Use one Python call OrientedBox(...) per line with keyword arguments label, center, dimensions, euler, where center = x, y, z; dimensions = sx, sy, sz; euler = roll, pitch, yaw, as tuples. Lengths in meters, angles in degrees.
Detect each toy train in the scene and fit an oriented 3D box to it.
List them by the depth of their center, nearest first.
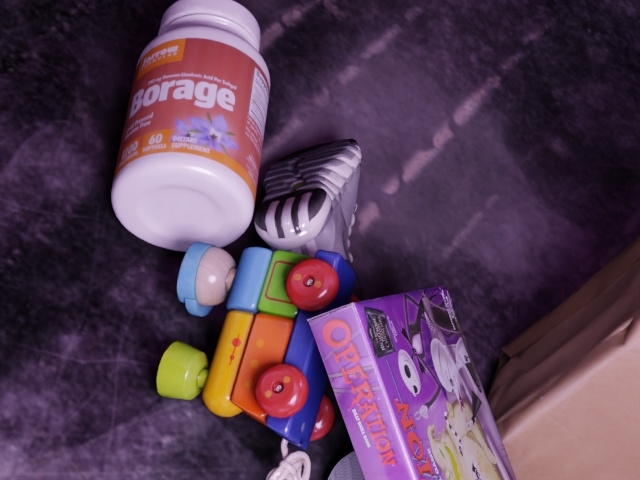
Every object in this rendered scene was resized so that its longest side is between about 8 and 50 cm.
OrientedBox(label="toy train", center=(-0.067, 0.122, 1.350), dimensions=(0.143, 0.105, 0.248), euler=(11, 75, 19))

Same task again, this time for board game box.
OrientedBox(label="board game box", center=(0.105, 0.208, 1.326), dimensions=(0.208, 0.056, 0.347), euler=(-9, 78, -63))

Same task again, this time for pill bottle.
OrientedBox(label="pill bottle", center=(-0.108, -0.107, 1.475), dimensions=(0.121, 0.121, 0.216), euler=(21, 49, -20))

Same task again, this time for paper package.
OrientedBox(label="paper package", center=(0.332, 0.165, 1.439), dimensions=(0.325, 0.309, 0.168), euler=(34, 50, -8))

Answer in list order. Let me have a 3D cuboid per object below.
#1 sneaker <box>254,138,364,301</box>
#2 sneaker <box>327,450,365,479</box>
OrientedBox(label="sneaker", center=(0.000, 0.000, 1.512), dimensions=(0.228, 0.086, 0.132), euler=(-61, 136, -65))
OrientedBox(label="sneaker", center=(0.061, 0.292, 1.337), dimensions=(0.091, 0.094, 0.258), euler=(21, 51, -45))
